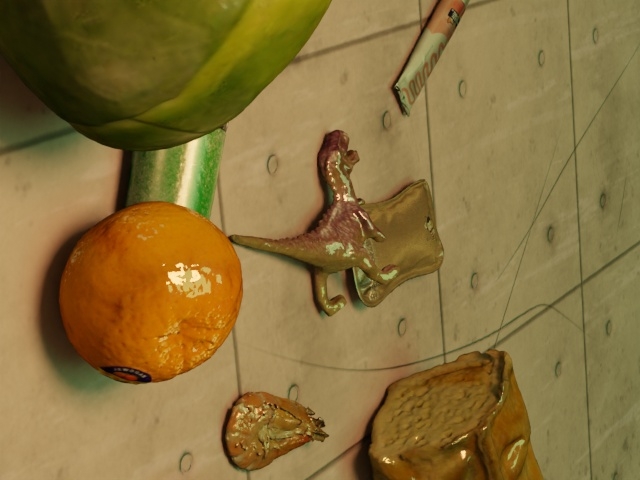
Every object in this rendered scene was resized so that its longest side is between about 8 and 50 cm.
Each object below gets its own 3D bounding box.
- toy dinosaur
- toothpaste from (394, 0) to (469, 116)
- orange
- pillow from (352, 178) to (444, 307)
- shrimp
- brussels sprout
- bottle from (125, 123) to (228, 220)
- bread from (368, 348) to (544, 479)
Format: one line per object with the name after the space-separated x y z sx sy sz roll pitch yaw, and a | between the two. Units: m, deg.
-0.003 0.000 1.972 0.251 0.072 0.200 -46 120 -33 | toy dinosaur
0.146 -0.256 2.213 0.205 0.036 0.056 -62 143 -29 | toothpaste
-0.161 0.049 1.596 0.177 0.177 0.155 58 6 -45 | orange
0.096 0.002 2.147 0.217 0.033 0.130 -23 104 -54 | pillow
-0.051 0.216 1.925 0.184 0.043 0.091 6 95 -53 | shrimp
-0.150 -0.242 1.472 0.276 0.315 0.371 35 22 -27 | brussels sprout
-0.129 -0.181 1.696 0.093 0.093 0.330 22 74 -58 | bottle
0.176 0.295 2.158 0.196 0.238 0.252 -109 175 -58 | bread
